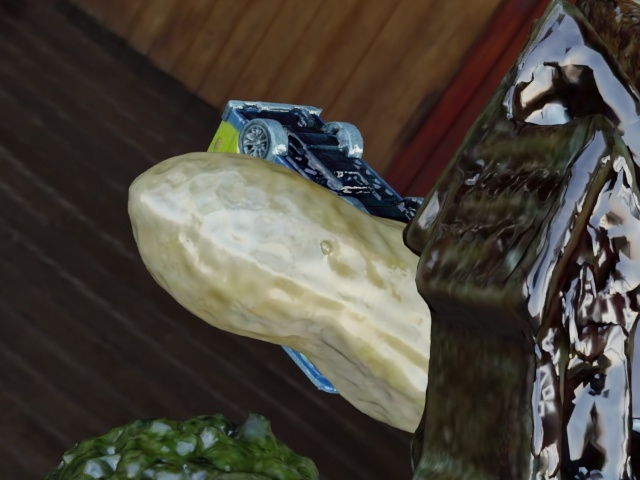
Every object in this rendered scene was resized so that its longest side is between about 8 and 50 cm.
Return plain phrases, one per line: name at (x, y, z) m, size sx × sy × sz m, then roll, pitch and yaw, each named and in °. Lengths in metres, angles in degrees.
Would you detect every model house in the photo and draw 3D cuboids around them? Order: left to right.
model house at (0.076, 0.008, 0.409) m, size 0.106 × 0.152 × 0.165 m, roll 0°, pitch 1°, yaw 0°

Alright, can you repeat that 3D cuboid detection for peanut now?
peanut at (0.007, 0.033, 1.013) m, size 0.313 × 0.149 × 0.149 m, roll 25°, pitch 30°, yaw -15°

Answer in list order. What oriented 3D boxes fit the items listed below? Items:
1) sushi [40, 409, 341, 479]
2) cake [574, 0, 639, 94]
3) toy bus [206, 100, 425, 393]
sushi at (-0.087, 0.303, 0.997) m, size 0.294 × 0.352 × 0.178 m, roll 18°, pitch 16°, yaw -14°
cake at (0.230, -0.077, 0.906) m, size 0.112 × 0.135 × 0.246 m, roll 2°, pitch 23°, yaw -14°
toy bus at (0.000, 0.000, 1.556) m, size 0.152 × 0.190 × 0.312 m, roll 0°, pitch 38°, yaw -46°
